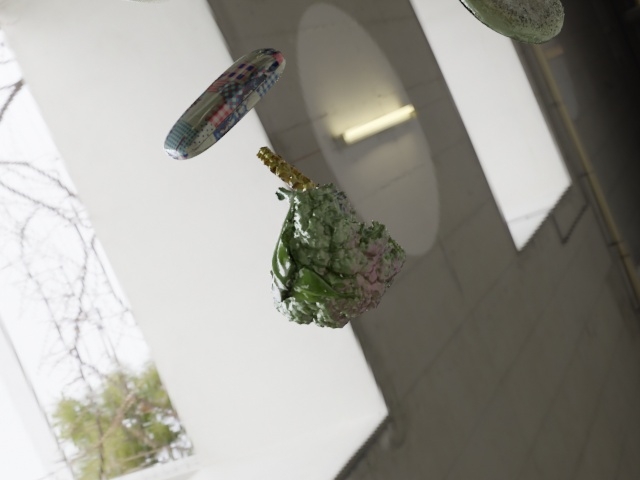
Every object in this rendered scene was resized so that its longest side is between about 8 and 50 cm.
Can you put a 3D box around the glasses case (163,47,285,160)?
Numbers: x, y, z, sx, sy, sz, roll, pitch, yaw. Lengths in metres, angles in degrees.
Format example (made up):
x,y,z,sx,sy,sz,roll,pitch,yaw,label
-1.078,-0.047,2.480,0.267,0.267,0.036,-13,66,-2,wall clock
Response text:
x,y,z,sx,sy,sz,roll,pitch,yaw,label
-0.199,-0.287,1.979,0.327,0.125,0.076,-49,-57,-20,glasses case

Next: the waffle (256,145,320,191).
x,y,z,sx,sy,sz,roll,pitch,yaw,label
-0.063,-0.141,2.083,0.161,0.046,0.192,35,-177,-36,waffle

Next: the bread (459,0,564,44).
x,y,z,sx,sy,sz,roll,pitch,yaw,label
0.361,-0.485,1.836,0.267,0.040,0.267,16,-130,-20,bread

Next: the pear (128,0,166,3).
x,y,z,sx,sy,sz,roll,pitch,yaw,label
-0.318,-0.557,1.691,0.294,0.294,0.294,41,-143,-42,pear

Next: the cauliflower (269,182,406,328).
x,y,z,sx,sy,sz,roll,pitch,yaw,label
0.000,0.000,1.562,0.256,0.239,0.315,61,-175,-48,cauliflower
